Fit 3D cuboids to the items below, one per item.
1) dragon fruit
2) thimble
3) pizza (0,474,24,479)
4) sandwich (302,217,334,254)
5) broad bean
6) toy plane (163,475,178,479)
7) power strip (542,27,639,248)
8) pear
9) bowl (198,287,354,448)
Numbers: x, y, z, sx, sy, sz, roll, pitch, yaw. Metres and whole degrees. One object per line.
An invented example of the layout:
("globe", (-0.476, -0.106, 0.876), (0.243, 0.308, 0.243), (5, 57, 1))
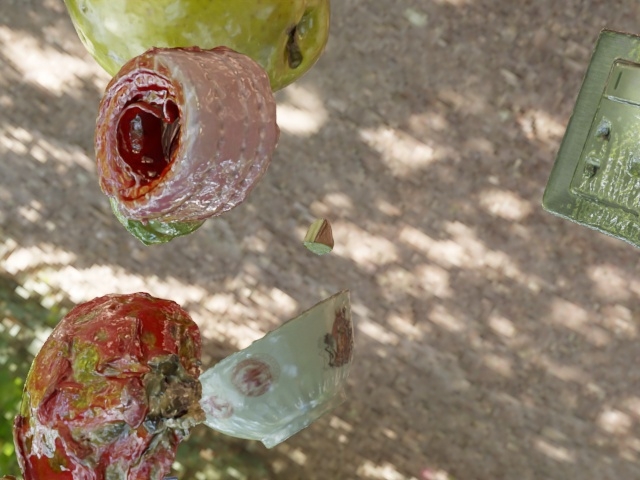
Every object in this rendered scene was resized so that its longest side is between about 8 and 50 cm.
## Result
("dragon fruit", (-0.201, 0.151, 1.300), (0.134, 0.262, 0.211), (28, 155, -32))
("thimble", (-0.138, -0.113, 1.344), (0.189, 0.125, 0.163), (-47, 61, 37))
("pizza", (-0.321, 0.296, 1.305), (0.058, 0.127, 0.246), (-21, 155, 35))
("sandwich", (0.000, 0.000, 1.917), (0.031, 0.083, 0.044), (-25, 110, 26))
("broad bean", (-0.186, -0.064, 1.627), (0.082, 0.174, 0.124), (-2, 108, 44))
("toy plane", (-0.205, 0.349, 1.520), (0.054, 0.167, 0.062), (6, -153, -43))
("power strip", (0.419, -0.120, 1.632), (0.092, 0.251, 0.257), (6, -166, -38))
("pear", (-0.183, -0.362, 1.821), (0.418, 0.362, 0.362), (28, 157, 17))
("bowl", (-0.059, 0.226, 2.075), (0.157, 0.337, 0.337), (58, 157, 5))
